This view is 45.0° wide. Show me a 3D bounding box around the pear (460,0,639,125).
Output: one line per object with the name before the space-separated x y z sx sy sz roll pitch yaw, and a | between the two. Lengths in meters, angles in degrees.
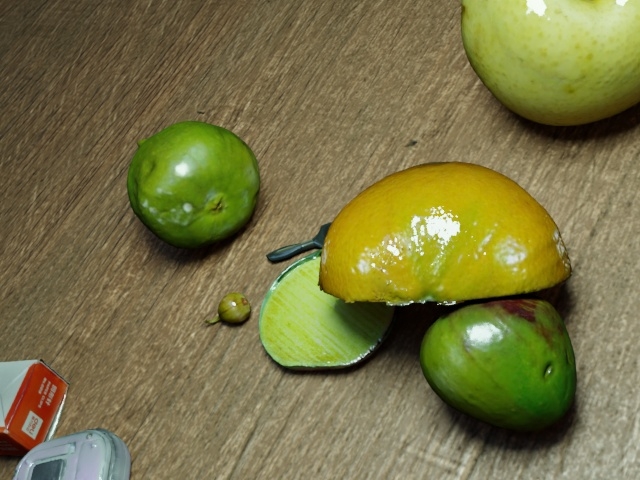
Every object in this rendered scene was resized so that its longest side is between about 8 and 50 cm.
pear | 0.376 -0.341 1.153 0.349 0.348 0.348 -13 50 16

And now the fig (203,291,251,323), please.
fig | -0.151 0.114 1.238 0.083 0.050 0.050 -28 46 24

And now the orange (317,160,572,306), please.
orange | 0.165 0.016 1.032 0.310 0.274 0.274 30 69 15

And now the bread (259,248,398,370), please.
bread | 0.012 0.106 1.175 0.229 0.033 0.228 -12 50 15

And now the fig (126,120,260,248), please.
fig | -0.223 -0.129 1.346 0.233 0.233 0.314 -23 43 8

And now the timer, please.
timer | -0.371 0.380 1.120 0.191 0.069 0.208 -18 50 15

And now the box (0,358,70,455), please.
box | -0.518 0.275 1.253 0.182 0.099 0.133 -7 49 22

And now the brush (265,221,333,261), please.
brush | 0.000 0.000 1.273 0.194 0.016 0.062 -20 48 10

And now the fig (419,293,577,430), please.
fig | 0.223 0.148 0.953 0.181 0.181 0.191 -39 73 -7
